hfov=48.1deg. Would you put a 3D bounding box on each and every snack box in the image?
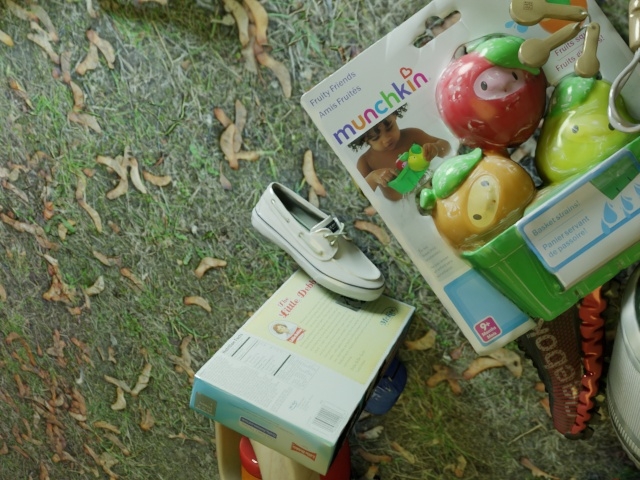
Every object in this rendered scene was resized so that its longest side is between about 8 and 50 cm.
[{"bbox_3d":[-0.009,0.150,0.960,0.187,0.322,0.060,22,121,15],"label":"snack box"}]

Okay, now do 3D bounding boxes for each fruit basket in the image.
[{"bbox_3d":[0.207,-0.105,0.765,0.327,0.165,0.353,-35,95,2],"label":"fruit basket"}]

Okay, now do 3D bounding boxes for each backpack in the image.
[{"bbox_3d":[0.073,0.200,1.088,0.120,0.098,0.101,36,122,6],"label":"backpack"}]

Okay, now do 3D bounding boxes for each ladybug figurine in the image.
[{"bbox_3d":[-0.056,0.378,1.173,0.305,0.162,0.449,44,139,47],"label":"ladybug figurine"}]

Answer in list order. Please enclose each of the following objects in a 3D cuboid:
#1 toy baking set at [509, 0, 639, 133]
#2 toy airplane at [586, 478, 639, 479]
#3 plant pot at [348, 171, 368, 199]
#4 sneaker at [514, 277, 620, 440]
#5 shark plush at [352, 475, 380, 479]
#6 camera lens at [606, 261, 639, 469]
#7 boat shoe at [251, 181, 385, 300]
[{"bbox_3d":[0.306,-0.211,0.712,0.256,0.197,0.030,36,171,12],"label":"toy baking set"},{"bbox_3d":[0.488,0.525,0.950,0.384,0.272,0.386,18,122,16],"label":"toy airplane"},{"bbox_3d":[0.077,-0.131,0.899,0.095,0.134,0.134,53,130,23],"label":"plant pot"},{"bbox_3d":[0.311,0.135,0.935,0.135,0.097,0.276,5,116,23],"label":"sneaker"},{"bbox_3d":[0.068,0.480,1.259,0.073,0.067,0.161,3,117,25],"label":"shark plush"},{"bbox_3d":[0.424,0.137,0.755,0.219,0.219,0.274,9,146,22],"label":"camera lens"},{"bbox_3d":[0.000,0.000,1.023,0.226,0.083,0.076,31,127,9],"label":"boat shoe"}]
